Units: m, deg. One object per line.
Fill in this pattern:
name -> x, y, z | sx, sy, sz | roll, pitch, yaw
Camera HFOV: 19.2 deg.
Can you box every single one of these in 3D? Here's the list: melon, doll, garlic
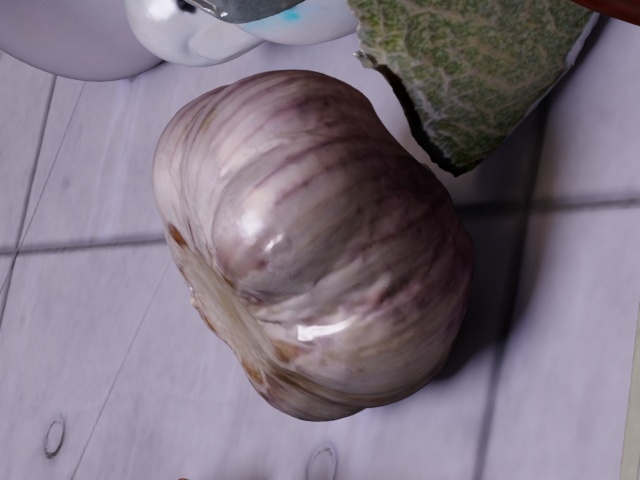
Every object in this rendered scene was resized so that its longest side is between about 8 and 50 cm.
melon -> 0.059, -0.124, 0.714 | 0.139, 0.202, 0.093 | -28, 51, -3
doll -> -0.028, -0.140, 0.879 | 0.180, 0.107, 0.110 | 3, 106, 60
garlic -> 0.000, 0.000, 0.747 | 0.102, 0.159, 0.147 | -39, 54, -18

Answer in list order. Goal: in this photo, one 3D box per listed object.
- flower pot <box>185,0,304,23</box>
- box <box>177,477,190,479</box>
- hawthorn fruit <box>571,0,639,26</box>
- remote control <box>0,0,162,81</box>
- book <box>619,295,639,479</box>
flower pot -> -0.004, -0.209, 0.768 | 0.103, 0.108, 0.229 | 21, 66, 23
box -> -0.102, 0.185, 0.879 | 0.175, 0.048, 0.112 | -31, 41, 48
hawthorn fruit -> 0.101, -0.204, 0.506 | 0.308, 0.308, 0.325 | -56, 46, 26
remote control -> -0.169, -0.224, 0.993 | 0.221, 0.332, 0.103 | 16, 49, 33
book -> 0.183, -0.002, 0.560 | 0.241, 0.018, 0.170 | -15, 62, 55
